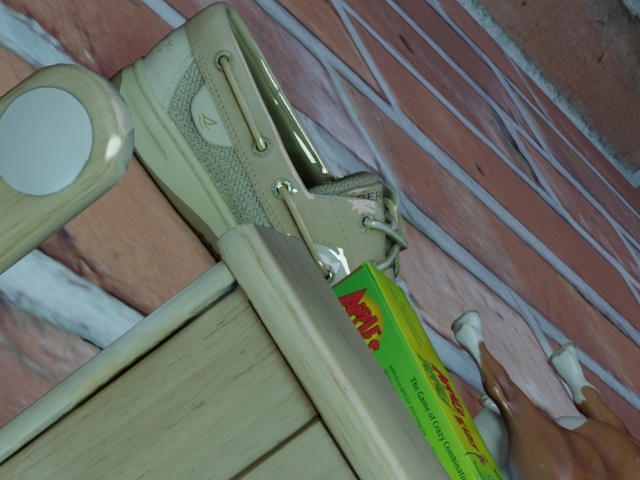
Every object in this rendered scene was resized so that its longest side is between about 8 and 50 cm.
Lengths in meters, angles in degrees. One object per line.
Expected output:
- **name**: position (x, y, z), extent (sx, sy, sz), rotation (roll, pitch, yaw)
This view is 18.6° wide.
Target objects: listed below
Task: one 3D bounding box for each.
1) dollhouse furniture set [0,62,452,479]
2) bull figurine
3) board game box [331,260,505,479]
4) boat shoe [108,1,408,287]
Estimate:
- **dollhouse furniture set**: position (-0.114, 0.059, 0.420), extent (0.303, 0.174, 0.355), rotation (57, 13, 18)
- **bull figurine**: position (0.169, 0.158, 1.317), extent (0.188, 0.101, 0.310), rotation (55, 12, 25)
- **board game box**: position (0.031, 0.108, 0.977), extent (0.043, 0.092, 0.181), rotation (39, 19, -50)
- **boat shoe**: position (0.000, 0.000, 1.139), extent (0.302, 0.098, 0.109), rotation (53, 13, 2)
